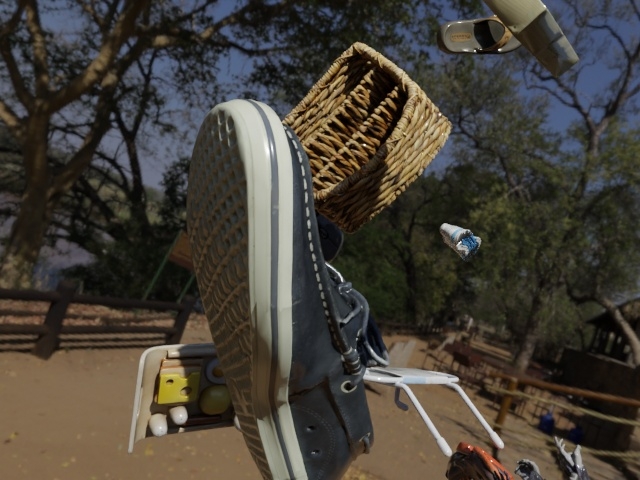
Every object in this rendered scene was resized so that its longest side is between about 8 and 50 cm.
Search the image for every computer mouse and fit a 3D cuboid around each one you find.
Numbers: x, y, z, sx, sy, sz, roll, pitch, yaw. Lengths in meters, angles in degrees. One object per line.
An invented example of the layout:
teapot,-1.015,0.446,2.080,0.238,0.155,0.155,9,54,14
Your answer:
computer mouse,0.000,0.000,1.305,0.072,0.188,0.272,25,-7,20

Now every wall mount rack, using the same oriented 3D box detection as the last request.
wall mount rack,0.227,0.368,1.207,0.350,0.130,0.304,13,-8,-42

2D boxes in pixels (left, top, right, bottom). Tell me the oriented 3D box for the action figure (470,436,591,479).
action figure,0.394,0.413,0.897,0.276,0.164,0.141,9,43,-22

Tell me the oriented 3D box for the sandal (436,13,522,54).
sandal,0.353,-0.437,1.122,0.219,0.090,0.060,-8,12,-12

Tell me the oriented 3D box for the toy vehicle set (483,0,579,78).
toy vehicle set,0.215,-0.277,0.616,0.166,0.035,0.267,56,30,13

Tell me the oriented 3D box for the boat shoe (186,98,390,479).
boat shoe,-0.022,0.089,0.549,0.156,0.500,0.187,-21,39,-20

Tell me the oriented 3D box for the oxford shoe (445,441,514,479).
oxford shoe,0.342,0.517,1.178,0.097,0.098,0.271,40,-12,12

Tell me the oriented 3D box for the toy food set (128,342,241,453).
toy food set,-0.235,0.332,1.123,0.306,0.219,0.092,3,19,-28

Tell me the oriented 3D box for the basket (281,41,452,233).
basket,0.065,-0.192,1.027,0.223,0.299,0.213,41,9,-23

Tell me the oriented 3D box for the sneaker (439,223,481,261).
sneaker,0.369,-0.004,1.433,0.083,0.071,0.191,35,-1,33
